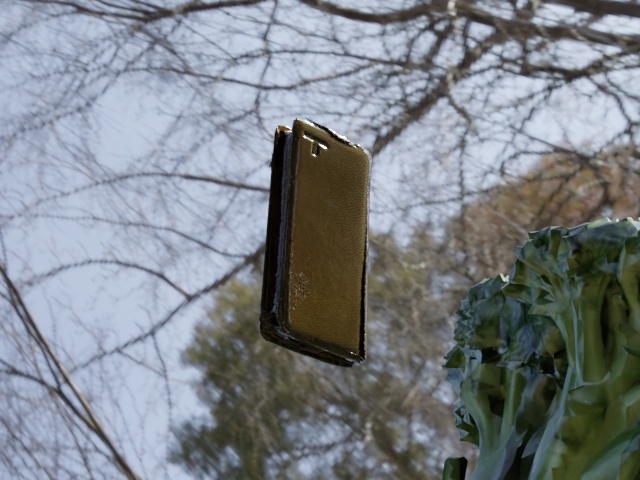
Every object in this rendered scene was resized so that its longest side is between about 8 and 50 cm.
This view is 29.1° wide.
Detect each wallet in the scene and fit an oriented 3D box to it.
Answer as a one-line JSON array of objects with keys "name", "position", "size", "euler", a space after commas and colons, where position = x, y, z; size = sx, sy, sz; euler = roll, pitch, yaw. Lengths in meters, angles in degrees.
[{"name": "wallet", "position": [0.000, 0.000, 1.039], "size": [0.110, 0.031, 0.198], "euler": [23, -120, -39]}]

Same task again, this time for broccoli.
[{"name": "broccoli", "position": [0.134, 0.122, 0.452], "size": [0.241, 0.269, 0.261], "euler": [-26, -51, -6]}]
